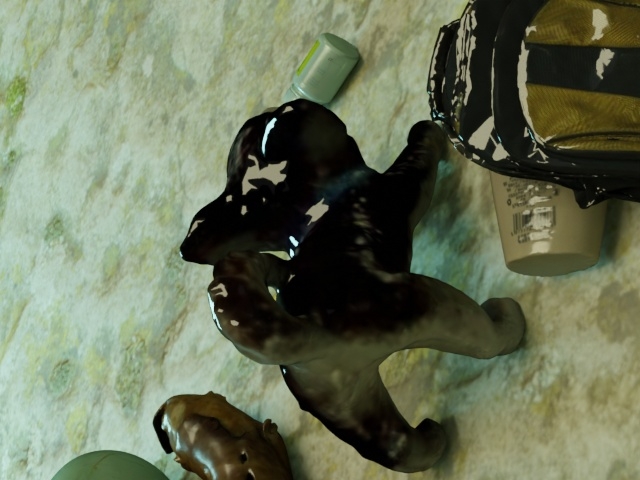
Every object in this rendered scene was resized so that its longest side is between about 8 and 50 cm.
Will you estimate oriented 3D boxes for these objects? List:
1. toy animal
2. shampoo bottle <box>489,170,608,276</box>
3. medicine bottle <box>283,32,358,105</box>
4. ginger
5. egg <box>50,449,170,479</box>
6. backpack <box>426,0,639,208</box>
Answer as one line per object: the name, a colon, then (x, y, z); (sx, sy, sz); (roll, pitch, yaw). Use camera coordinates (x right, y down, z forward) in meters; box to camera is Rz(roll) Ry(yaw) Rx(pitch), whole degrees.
toy animal: (0.000, 0.000, 1.455); (0.194, 0.302, 0.344); (-46, 45, 27)
shampoo bottle: (0.195, -0.101, 1.427); (0.127, 0.078, 0.257); (-13, 67, 40)
medicine bottle: (0.000, -0.169, 1.730); (0.083, 0.047, 0.047); (-54, 41, 22)
ginger: (-0.076, 0.273, 1.608); (0.133, 0.107, 0.309); (-34, 54, 22)
egg: (-0.206, 0.312, 1.702); (0.168, 0.168, 0.231); (-54, 38, 24)
backpack: (0.211, -0.125, 1.324); (0.258, 0.133, 0.206); (5, 81, 10)
